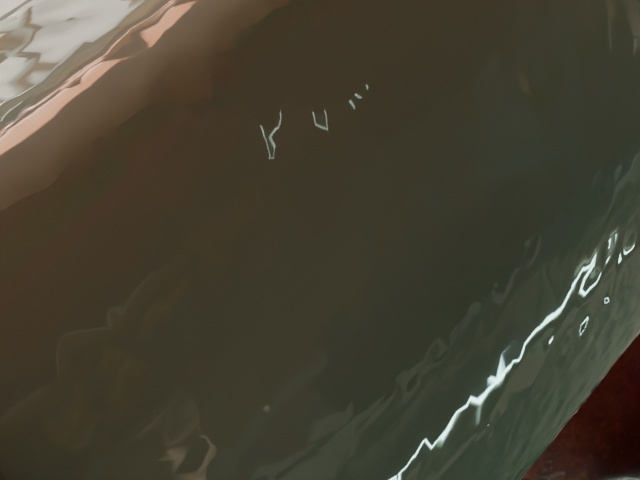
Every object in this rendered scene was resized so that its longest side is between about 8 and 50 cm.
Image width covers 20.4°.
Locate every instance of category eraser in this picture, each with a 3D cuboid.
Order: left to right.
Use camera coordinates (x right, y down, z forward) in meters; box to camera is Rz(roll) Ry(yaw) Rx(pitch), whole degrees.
[{"bbox_3d":[0.000,0.000,0.448,0.104,0.189,0.290,7,-141,42],"label":"eraser"}]

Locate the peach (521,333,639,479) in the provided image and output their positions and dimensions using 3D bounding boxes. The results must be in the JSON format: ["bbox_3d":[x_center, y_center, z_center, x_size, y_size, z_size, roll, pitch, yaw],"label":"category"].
[{"bbox_3d":[0.130,0.036,1.126,0.274,0.245,0.248,30,-124,22],"label":"peach"}]
